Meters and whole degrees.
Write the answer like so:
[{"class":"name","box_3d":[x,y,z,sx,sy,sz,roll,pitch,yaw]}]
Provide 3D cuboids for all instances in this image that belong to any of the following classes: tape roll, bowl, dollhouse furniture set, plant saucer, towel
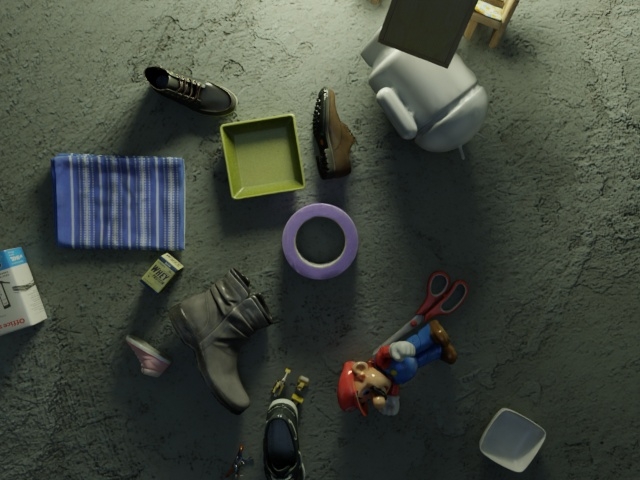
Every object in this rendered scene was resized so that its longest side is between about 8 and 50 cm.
[{"class":"tape roll","box_3d":[0.000,0.000,1.548,0.189,0.080,0.189,0,96,2]},{"class":"bowl","box_3d":[0.492,0.512,1.605,0.142,0.053,0.142,30,95,-3]},{"class":"dollhouse furniture set","box_3d":[0.260,-0.583,1.300,0.362,0.394,0.256,21,132,-1]},{"class":"plant saucer","box_3d":[-0.143,-0.208,1.546,0.188,0.045,0.188,-9,96,1]},{"class":"towel","box_3d":[-0.512,-0.096,1.566,0.336,0.040,0.243,1,97,1]}]

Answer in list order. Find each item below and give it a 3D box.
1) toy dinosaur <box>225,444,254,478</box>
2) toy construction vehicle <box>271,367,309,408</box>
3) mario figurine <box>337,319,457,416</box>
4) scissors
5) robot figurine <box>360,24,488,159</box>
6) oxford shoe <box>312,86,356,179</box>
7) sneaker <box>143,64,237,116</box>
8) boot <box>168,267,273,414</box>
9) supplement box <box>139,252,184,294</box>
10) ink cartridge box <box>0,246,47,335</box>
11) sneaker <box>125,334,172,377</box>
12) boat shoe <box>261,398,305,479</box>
[{"class":"toy dinosaur","box_3d":[-0.221,0.583,1.632,0.090,0.047,0.082,-10,77,12]},{"class":"toy construction vehicle","box_3d":[-0.079,0.392,1.610,0.086,0.035,0.098,30,95,-2]},{"class":"mario figurine","box_3d":[0.192,0.344,1.537,0.320,0.170,0.198,-31,96,2]},{"class":"scissors","box_3d":[0.261,0.209,1.594,0.109,0.021,0.297,36,94,-4]},{"class":"robot figurine","box_3d":[0.253,-0.354,1.448,0.300,0.200,0.353,-41,94,-28]},{"class":"oxford shoe","box_3d":[0.036,-0.267,1.531,0.096,0.083,0.227,-7,94,-21]},{"class":"sneaker","box_3d":[-0.316,-0.358,1.496,0.222,0.118,0.083,15,96,-1]},{"class":"boot","box_3d":[-0.210,0.257,1.564,0.222,0.118,0.338,-30,99,-2]},{"class":"supplement box","box_3d":[-0.399,0.083,1.560,0.056,0.083,0.083,41,94,-4]},{"class":"ink cartridge box","box_3d":[-0.812,0.136,1.570,0.148,0.086,0.203,-18,95,2]},{"class":"sneaker","box_3d":[-0.459,0.305,1.599,0.134,0.051,0.070,35,90,-7]},{"class":"boat shoe","box_3d":[-0.102,0.564,1.589,0.114,0.091,0.303,-6,102,6]}]
